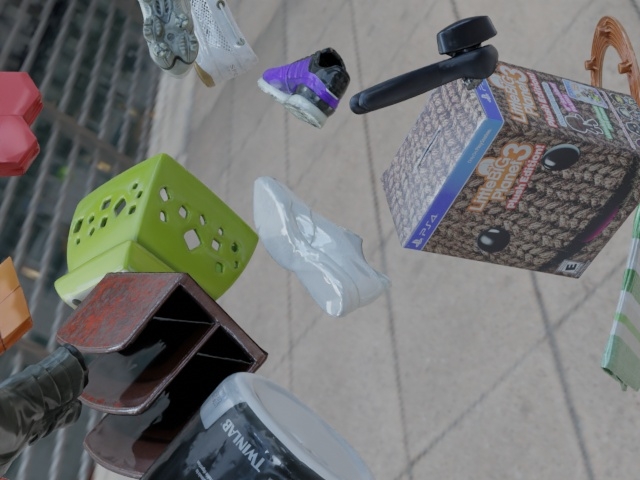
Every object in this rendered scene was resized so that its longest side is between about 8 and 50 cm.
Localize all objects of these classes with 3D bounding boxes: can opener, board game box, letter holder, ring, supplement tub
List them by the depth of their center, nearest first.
[{"bbox_3d":[-0.107,0.298,1.012,0.316,0.193,0.193,-49,23,5],"label":"supplement tub"},{"bbox_3d":[0.113,-0.177,1.152,0.186,0.073,0.059,-27,-1,-14],"label":"can opener"},{"bbox_3d":[-0.243,0.166,1.360,0.214,0.152,0.302,-50,20,-20],"label":"letter holder"},{"bbox_3d":[0.268,-0.094,1.438,0.141,0.290,0.232,-104,32,-43],"label":"board game box"},{"bbox_3d":[0.580,-0.277,2.130,0.336,0.032,0.337,-9,-90,-89],"label":"ring"}]

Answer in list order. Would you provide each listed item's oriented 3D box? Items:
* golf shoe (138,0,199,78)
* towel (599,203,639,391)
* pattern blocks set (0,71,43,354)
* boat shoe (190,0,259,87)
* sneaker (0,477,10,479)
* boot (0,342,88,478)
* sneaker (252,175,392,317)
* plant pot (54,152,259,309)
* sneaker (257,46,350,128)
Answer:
[{"bbox_3d":[-0.170,-0.260,1.170,0.086,0.069,0.176,101,163,-78],"label":"golf shoe"},{"bbox_3d":[0.507,0.067,1.702,0.038,0.248,0.325,11,78,28],"label":"towel"},{"bbox_3d":[-0.320,0.015,0.661,0.026,0.285,0.325,103,169,-59],"label":"pattern blocks set"},{"bbox_3d":[-0.151,-0.340,1.381,0.096,0.277,0.098,-19,1,1],"label":"boat shoe"},{"bbox_3d":[-0.397,0.304,1.204,0.061,0.157,0.065,-85,6,-68],"label":"sneaker"},{"bbox_3d":[-0.284,0.140,0.983,0.161,0.083,0.246,-40,-14,-35],"label":"boot"},{"bbox_3d":[0.000,0.000,1.260,0.212,0.094,0.080,51,145,28],"label":"sneaker"},{"bbox_3d":[-0.264,0.038,1.669,0.227,0.228,0.207,-25,36,36],"label":"plant pot"},{"bbox_3d":[-0.018,-0.316,2.110,0.146,0.102,0.293,-53,29,1],"label":"sneaker"}]
